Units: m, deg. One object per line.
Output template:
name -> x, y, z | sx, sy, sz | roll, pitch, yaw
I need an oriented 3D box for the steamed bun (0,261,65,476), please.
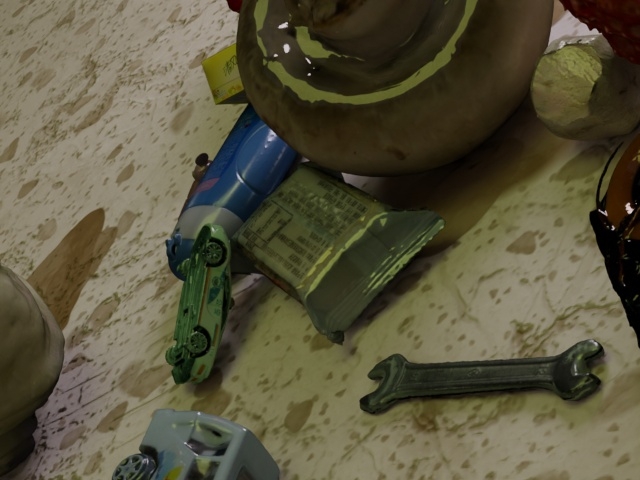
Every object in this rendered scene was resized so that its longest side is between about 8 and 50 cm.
steamed bun -> -0.442, 0.175, 2.091 | 0.352, 0.247, 0.339 | -56, 7, 14

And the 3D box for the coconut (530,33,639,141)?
coconut -> 0.257, -0.151, 1.730 | 0.124, 0.110, 0.110 | -6, 45, 44

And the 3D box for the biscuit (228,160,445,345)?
biscuit -> 0.003, -0.004, 1.902 | 0.186, 0.079, 0.309 | -46, 25, -7

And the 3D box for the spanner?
spanner -> 0.142, 0.124, 1.599 | 0.302, 0.017, 0.071 | -11, 42, 48

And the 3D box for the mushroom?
mushroom -> 0.066, -0.250, 1.882 | 0.362, 0.294, 0.362 | -12, 64, 26

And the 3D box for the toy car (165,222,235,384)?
toy car -> -0.127, 0.070, 1.951 | 0.093, 0.058, 0.186 | 143, 139, -63

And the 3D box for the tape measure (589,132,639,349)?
tape measure -> 0.327, -0.027, 1.432 | 0.223, 0.135, 0.202 | -43, 23, 19

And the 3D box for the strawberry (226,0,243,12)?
strawberry -> -0.006, -0.431, 2.316 | 0.310, 0.292, 0.292 | -33, 28, 37

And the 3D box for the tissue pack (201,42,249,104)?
tissue pack -> -0.055, -0.216, 2.197 | 0.095, 0.062, 0.176 | -24, -10, 35

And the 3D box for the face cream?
face cream -> -0.103, -0.058, 2.115 | 0.149, 0.083, 0.264 | -32, 25, 57

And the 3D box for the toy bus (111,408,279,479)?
toy bus -> -0.150, 0.307, 1.644 | 0.136, 0.109, 0.330 | -9, 42, 35

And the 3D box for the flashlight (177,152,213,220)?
flashlight -> -0.155, -0.060, 2.214 | 0.031, 0.052, 0.110 | 42, 113, 47

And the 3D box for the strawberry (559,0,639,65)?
strawberry -> 0.367, -0.240, 1.557 | 0.312, 0.267, 0.351 | -17, 42, -12
